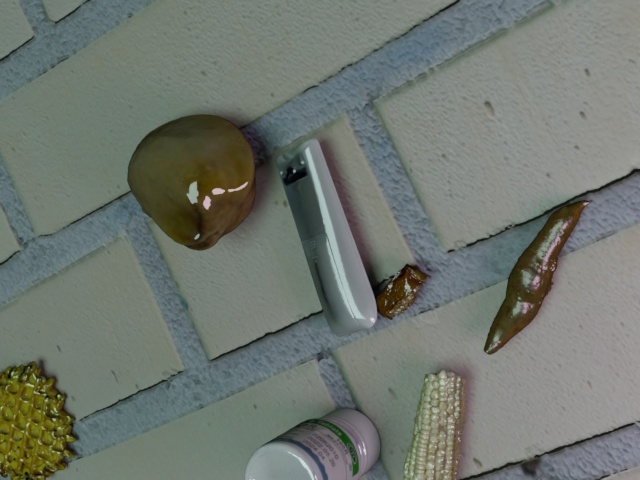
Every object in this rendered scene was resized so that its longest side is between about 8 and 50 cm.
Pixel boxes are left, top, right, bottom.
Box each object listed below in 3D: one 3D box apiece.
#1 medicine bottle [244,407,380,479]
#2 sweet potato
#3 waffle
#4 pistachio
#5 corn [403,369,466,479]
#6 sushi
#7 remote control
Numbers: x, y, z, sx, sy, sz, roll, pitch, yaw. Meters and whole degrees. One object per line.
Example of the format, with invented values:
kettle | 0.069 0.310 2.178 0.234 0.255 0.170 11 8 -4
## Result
medicine bottle | -0.005 0.349 1.856 0.139 0.237 0.139 6 102 29
sweet potato | 0.313 0.051 1.733 0.067 0.067 0.274 33 108 20
waffle | -0.574 0.357 2.280 0.228 0.051 0.232 -26 87 27
pistachio | -0.217 -0.113 1.948 0.260 0.163 0.213 33 92 34
corn | 0.182 0.297 1.840 0.087 0.087 0.211 12 98 27
sushi | 0.127 0.081 1.844 0.055 0.052 0.120 46 117 14
remote control | 0.000 0.000 1.881 0.109 0.055 0.313 -23 86 53
